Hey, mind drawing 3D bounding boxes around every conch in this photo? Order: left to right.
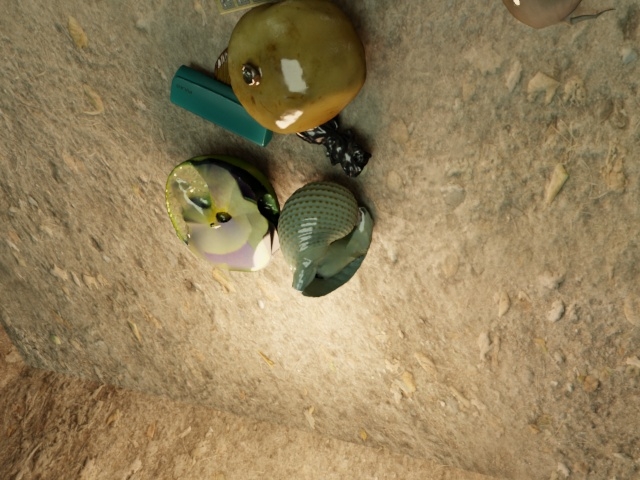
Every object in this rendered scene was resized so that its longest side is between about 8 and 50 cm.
[{"bbox_3d":[-0.008,-0.009,1.970,0.215,0.319,0.303,32,174,42],"label":"conch"}]

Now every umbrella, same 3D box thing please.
[{"bbox_3d":[0.019,-0.284,1.840,0.272,0.110,0.122,41,134,-3],"label":"umbrella"}]

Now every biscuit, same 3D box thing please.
[{"bbox_3d":[-0.211,-0.438,1.877,0.176,0.031,0.229,15,132,18],"label":"biscuit"}]

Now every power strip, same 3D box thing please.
[{"bbox_3d":[-0.158,-0.625,1.691,0.268,0.034,0.092,-3,125,30],"label":"power strip"}]

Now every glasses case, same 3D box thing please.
[{"bbox_3d":[-0.271,-0.368,1.904,0.301,0.070,0.117,27,139,9],"label":"glasses case"}]

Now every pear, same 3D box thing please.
[{"bbox_3d":[-0.269,-0.110,2.086,0.398,0.165,0.399,14,132,17],"label":"pear"}]

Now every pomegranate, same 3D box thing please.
[{"bbox_3d":[-0.059,-0.411,1.630,0.332,0.332,0.333,15,132,17],"label":"pomegranate"}]

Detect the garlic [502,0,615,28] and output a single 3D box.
[{"bbox_3d":[0.429,-0.579,1.355,0.245,0.231,0.340,-30,138,-5],"label":"garlic"}]
